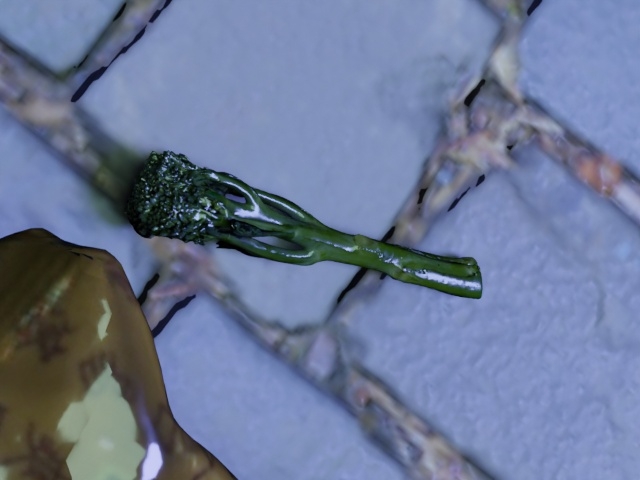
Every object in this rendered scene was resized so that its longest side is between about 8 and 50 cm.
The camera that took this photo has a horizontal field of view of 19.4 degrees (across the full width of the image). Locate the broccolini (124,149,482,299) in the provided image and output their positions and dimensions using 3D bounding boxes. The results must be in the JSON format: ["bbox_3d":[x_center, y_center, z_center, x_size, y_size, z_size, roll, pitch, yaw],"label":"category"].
[{"bbox_3d":[0.000,0.000,0.640,0.140,0.035,0.030,16,91,-26],"label":"broccolini"}]

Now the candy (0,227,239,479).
[{"bbox_3d":[-0.049,0.103,0.570,0.143,0.101,0.271,-51,141,-11],"label":"candy"}]
